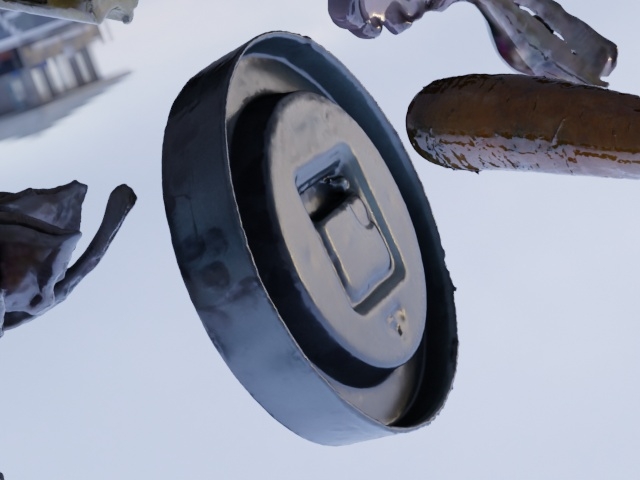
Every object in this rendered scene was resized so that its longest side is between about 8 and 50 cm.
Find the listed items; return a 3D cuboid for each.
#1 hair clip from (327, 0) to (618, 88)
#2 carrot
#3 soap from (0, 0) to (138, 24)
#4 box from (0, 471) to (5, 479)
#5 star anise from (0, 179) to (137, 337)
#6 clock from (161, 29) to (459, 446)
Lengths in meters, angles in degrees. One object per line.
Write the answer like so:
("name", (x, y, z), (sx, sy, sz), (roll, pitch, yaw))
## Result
("hair clip", (0.087, -0.192, 1.019), (0.069, 0.300, 0.173), (-2, -122, 53))
("carrot", (0.131, -0.064, 0.827), (0.186, 0.060, 0.060), (7, -155, 35))
("soap", (-0.282, -0.337, 1.356), (0.281, 0.259, 0.143), (13, -179, 15))
("box", (-0.415, 0.403, 1.497), (0.112, 0.369, 0.190), (16, -149, -20))
("star anise", (-0.228, 0.019, 0.983), (0.231, 0.089, 0.209), (-11, -160, -9))
("clock", (0.000, 0.000, 1.119), (0.066, 0.319, 0.319), (-23, -171, 27))
